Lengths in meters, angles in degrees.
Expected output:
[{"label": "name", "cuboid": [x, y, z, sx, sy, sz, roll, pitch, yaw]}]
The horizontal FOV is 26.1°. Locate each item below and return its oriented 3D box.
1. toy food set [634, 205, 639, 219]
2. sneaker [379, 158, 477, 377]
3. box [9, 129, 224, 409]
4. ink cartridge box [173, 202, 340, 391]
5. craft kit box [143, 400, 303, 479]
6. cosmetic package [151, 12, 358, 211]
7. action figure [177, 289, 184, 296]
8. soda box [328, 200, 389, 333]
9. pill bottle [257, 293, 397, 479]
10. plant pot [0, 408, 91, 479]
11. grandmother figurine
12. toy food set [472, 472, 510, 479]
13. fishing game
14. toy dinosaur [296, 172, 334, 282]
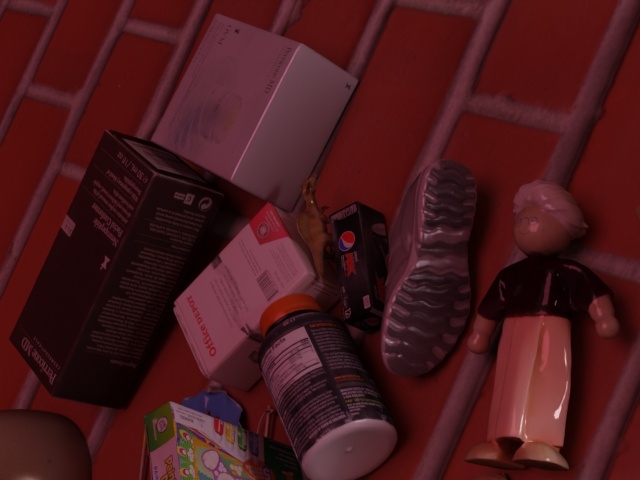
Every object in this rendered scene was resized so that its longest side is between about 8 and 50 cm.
[{"label": "toy food set", "cuboid": [0.417, -0.053, 1.586, 0.122, 0.019, 0.078, -38, 49, 24]}, {"label": "sneaker", "cuboid": [0.135, 0.040, 1.776, 0.115, 0.105, 0.281, 163, 123, -73]}, {"label": "box", "cuboid": [-0.318, 0.044, 2.115, 0.191, 0.143, 0.381, 38, 107, 48]}, {"label": "ink cartridge box", "cuboid": [-0.090, 0.082, 1.949, 0.218, 0.092, 0.158, -44, 46, 16]}, {"label": "craft kit box", "cuboid": [-0.104, 0.347, 1.719, 0.061, 0.250, 0.246, -30, 53, 28]}, {"label": "cosmetic package", "cuboid": [-0.101, -0.193, 2.060, 0.225, 0.138, 0.224, 27, 90, 45]}, {"label": "action figure", "cuboid": [-0.233, 0.074, 2.133, 0.115, 0.030, 0.038, -58, 38, 12]}, {"label": "soda box", "cuboid": [0.058, 0.035, 1.854, 0.053, 0.060, 0.168, -28, 54, 33]}, {"label": "pill bottle", "cuboid": [-0.002, 0.183, 1.789, 0.130, 0.130, 0.245, -43, 46, 20]}, {"label": "plant pot", "cuboid": [-0.521, 0.385, 2.139, 0.284, 0.191, 0.284, -20, 59, 36]}, {"label": "grandmother figurine", "cuboid": [0.255, 0.092, 1.615, 0.208, 0.104, 0.342, -4, 70, 33]}, {"label": "toy food set", "cuboid": [0.198, 0.313, 1.615, 0.083, 0.020, 0.083, -35, 49, 26]}, {"label": "fishing game", "cuboid": [-0.174, 0.299, 1.963, 0.264, 0.041, 0.189, -7, 68, 41]}, {"label": "toy dinosaur", "cuboid": [0.000, 0.000, 1.901, 0.053, 0.093, 0.183, -29, 53, 31]}]
